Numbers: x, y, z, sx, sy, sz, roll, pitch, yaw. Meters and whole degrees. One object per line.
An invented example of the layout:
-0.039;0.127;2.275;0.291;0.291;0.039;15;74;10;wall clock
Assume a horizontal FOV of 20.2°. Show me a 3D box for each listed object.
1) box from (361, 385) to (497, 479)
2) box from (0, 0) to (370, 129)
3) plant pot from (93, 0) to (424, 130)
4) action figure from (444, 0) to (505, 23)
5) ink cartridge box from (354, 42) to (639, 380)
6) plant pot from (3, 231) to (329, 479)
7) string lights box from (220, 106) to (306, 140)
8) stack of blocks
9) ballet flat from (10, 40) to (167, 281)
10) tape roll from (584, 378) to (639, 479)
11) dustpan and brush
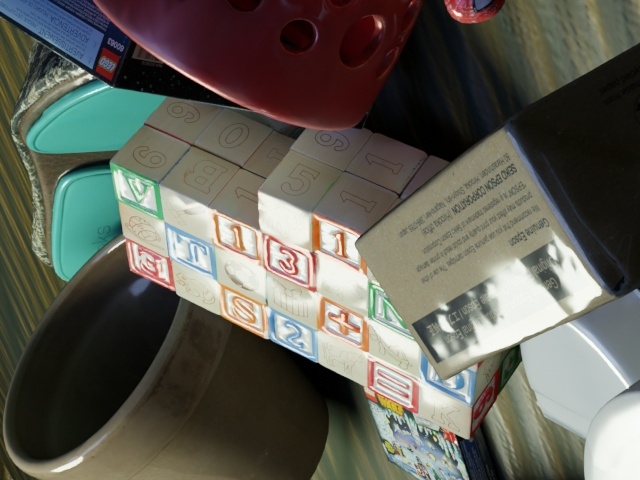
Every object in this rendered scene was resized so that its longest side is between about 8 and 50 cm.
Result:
0.090;0.161;1.481;0.137;0.027;0.094;22;137;56;box
-0.091;-0.133;1.154;0.159;0.233;0.044;32;107;37;box
-0.019;-0.184;1.024;0.191;0.191;0.174;44;116;33;plant pot
0.102;-0.238;0.864;0.139;0.091;0.280;7;116;18;action figure
0.156;-0.040;0.820;0.088;0.235;0.193;58;158;4;ink cartridge box
-0.118;0.144;1.624;0.229;0.263;0.263;36;169;-28;plant pot
-0.043;-0.057;1.421;0.133;0.077;0.259;47;155;28;string lights box
0.000;0.000;1.261;0.297;0.087;0.171;25;145;21;stack of blocks
-0.202;-0.121;1.607;0.483;0.164;0.182;116;144;-65;ballet flat
0.273;0.139;0.889;0.246;0.169;0.246;46;155;29;tape roll
0.174;0.040;1.136;0.147;0.060;0.211;25;147;51;dustpan and brush
